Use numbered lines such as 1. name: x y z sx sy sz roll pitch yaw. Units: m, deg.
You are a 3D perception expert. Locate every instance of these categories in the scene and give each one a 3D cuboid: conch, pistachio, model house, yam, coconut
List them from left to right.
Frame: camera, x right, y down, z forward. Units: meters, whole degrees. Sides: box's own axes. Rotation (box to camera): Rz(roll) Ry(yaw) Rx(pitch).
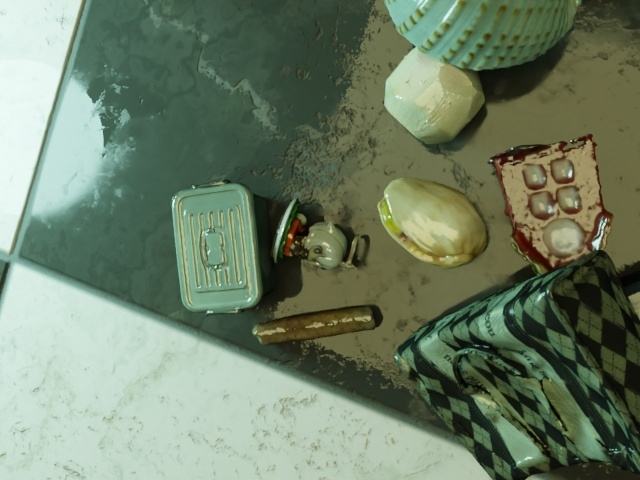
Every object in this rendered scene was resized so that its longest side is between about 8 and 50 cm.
1. yam: -0.013 0.163 1.314 0.241 0.057 0.057 -9 88 14
2. pistachio: 0.198 -0.032 1.231 0.200 0.117 0.145 34 60 20
3. coconut: 0.203 -0.257 1.200 0.161 0.161 0.162 46 109 11
4. conch: 0.258 -0.434 1.082 0.319 0.215 0.303 23 79 10
5. model house: 0.382 -0.029 1.133 0.160 0.196 0.254 -15 87 13

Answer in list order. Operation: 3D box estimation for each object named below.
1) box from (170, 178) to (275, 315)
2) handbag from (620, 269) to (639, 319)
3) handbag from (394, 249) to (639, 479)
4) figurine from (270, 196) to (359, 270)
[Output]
1. box: -0.172 0.013 1.319 0.163 0.135 0.244 -8 89 17
2. handbag: 0.542 0.122 1.093 0.254 0.181 0.181 -25 85 14
3. handbag: 0.330 0.226 1.064 0.180 0.416 0.317 -30 86 -31
4. figurine: 0.000 0.000 1.289 0.153 0.132 0.132 19 95 3
